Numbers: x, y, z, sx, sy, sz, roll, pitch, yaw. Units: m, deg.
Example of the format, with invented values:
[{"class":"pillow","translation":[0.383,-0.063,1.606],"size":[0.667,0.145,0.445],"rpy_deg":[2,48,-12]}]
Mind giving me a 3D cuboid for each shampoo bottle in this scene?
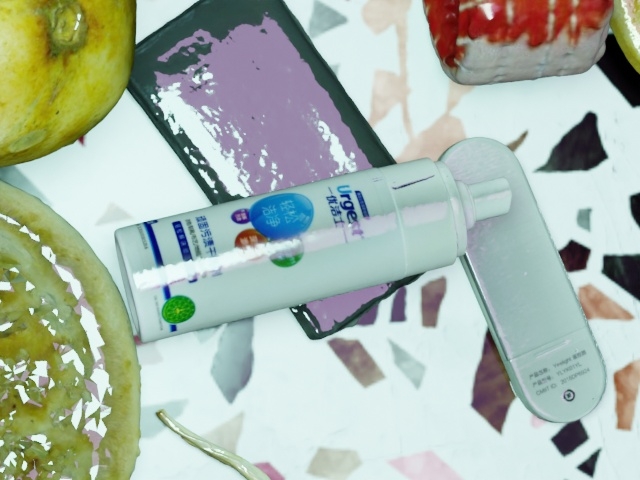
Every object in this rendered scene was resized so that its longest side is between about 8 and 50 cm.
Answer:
[{"class":"shampoo bottle","translation":[0.000,0.000,1.389],"size":[0.303,0.092,0.092],"rpy_deg":[-13,87,-9]}]

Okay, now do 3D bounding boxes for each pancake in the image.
[{"class":"pancake","translation":[-0.318,0.137,1.357],"size":[0.382,0.071,0.382],"rpy_deg":[1,84,-11]}]

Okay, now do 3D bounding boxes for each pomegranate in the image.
[{"class":"pomegranate","translation":[-0.258,-0.166,1.307],"size":[0.260,0.260,0.260],"rpy_deg":[1,85,-10]}]

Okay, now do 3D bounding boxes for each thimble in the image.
[{"class":"thimble","translation":[0.150,-0.218,1.426],"size":[0.125,0.163,0.189],"rpy_deg":[-9,86,-9]}]

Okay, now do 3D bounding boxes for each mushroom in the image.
[{"class":"mushroom","translation":[-0.013,0.219,1.431],"size":[0.286,0.026,0.028],"rpy_deg":[33,64,-4]}]

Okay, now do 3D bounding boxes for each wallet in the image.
[{"class":"wallet","translation":[-0.027,-0.068,1.449],"size":[0.146,0.030,0.285],"rpy_deg":[-36,92,-12]}]

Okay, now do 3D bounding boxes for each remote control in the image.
[{"class":"remote control","translation":[0.160,0.032,1.478],"size":[0.077,0.022,0.245],"rpy_deg":[-23,90,-9]}]

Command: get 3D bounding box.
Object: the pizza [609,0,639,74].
[{"class":"pizza","translation":[0.312,-0.176,1.513],"size":[0.178,0.041,0.131],"rpy_deg":[30,83,-6]}]
